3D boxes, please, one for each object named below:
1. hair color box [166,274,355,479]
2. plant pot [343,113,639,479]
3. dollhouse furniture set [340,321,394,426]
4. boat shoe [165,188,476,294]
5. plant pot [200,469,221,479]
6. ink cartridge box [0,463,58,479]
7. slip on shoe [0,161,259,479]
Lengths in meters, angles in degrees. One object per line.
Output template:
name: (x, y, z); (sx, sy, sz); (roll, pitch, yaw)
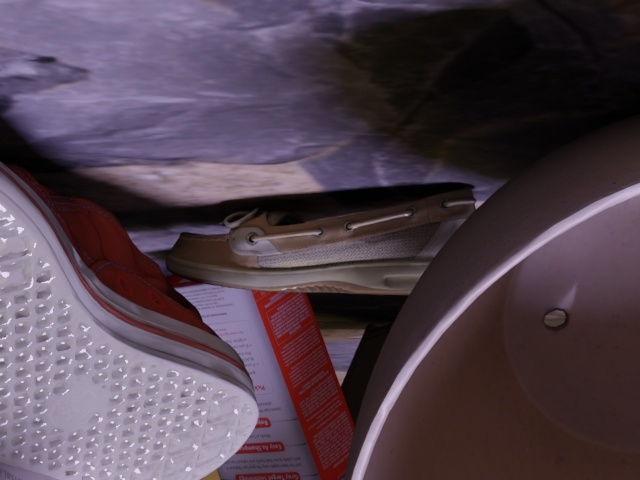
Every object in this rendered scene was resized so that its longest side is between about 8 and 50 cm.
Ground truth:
hair color box: (-0.030, 0.079, 0.872); (0.072, 0.141, 0.043); (-9, -164, 39)
plant pot: (0.146, 0.065, 0.608); (0.284, 0.284, 0.191); (1, -157, -1)
dollhouse furniture set: (0.142, 0.145, 1.046); (0.242, 0.212, 0.161); (32, 157, -16)
boat shoe: (0.000, 0.000, 0.755); (0.153, 0.048, 0.056); (1, 179, 29)
plant pot: (-0.051, 0.262, 1.555); (0.239, 0.254, 0.254); (13, 170, 9)
ink cartridge box: (-0.179, 0.078, 0.694); (0.189, 0.066, 0.232); (37, 177, -37)
slip on shoe: (-0.142, 0.016, 0.669); (0.123, 0.101, 0.331); (-40, 146, 9)
